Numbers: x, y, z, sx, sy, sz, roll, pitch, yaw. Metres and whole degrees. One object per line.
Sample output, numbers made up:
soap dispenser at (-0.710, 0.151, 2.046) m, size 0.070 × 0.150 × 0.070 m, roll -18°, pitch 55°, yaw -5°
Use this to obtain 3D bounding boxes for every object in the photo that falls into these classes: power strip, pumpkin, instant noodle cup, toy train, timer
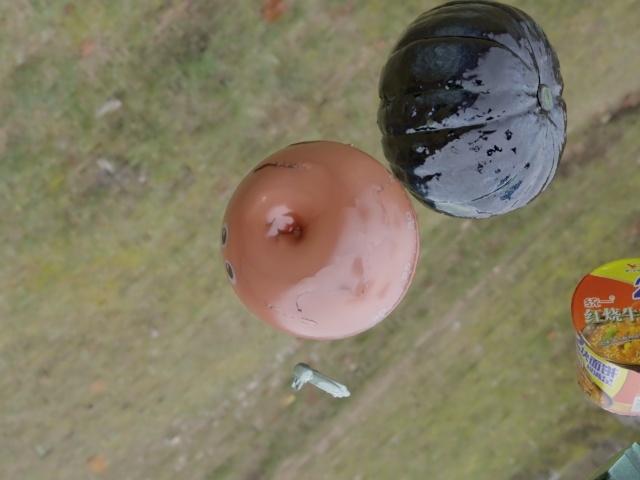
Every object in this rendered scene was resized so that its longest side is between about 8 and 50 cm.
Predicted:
power strip at (-0.002, 0.185, 1.853) m, size 0.083 × 0.055 × 0.035 m, roll 28°, pitch 88°, yaw -30°
pumpkin at (0.246, -0.213, 2.342) m, size 0.266 × 0.363 × 0.363 m, roll -2°, pitch -171°, yaw 32°
instant noodle cup at (0.482, 0.161, 2.226) m, size 0.213 × 0.213 × 0.174 m, roll -36°, pitch 148°, yaw -24°
toy train at (0.273, 0.308, 1.557) m, size 0.132 × 0.083 × 0.200 m, roll -30°, pitch 171°, yaw -47°
timer at (0.000, 0.000, 1.666) m, size 0.229 × 0.229 × 0.215 m, roll -45°, pitch 163°, yaw 6°
